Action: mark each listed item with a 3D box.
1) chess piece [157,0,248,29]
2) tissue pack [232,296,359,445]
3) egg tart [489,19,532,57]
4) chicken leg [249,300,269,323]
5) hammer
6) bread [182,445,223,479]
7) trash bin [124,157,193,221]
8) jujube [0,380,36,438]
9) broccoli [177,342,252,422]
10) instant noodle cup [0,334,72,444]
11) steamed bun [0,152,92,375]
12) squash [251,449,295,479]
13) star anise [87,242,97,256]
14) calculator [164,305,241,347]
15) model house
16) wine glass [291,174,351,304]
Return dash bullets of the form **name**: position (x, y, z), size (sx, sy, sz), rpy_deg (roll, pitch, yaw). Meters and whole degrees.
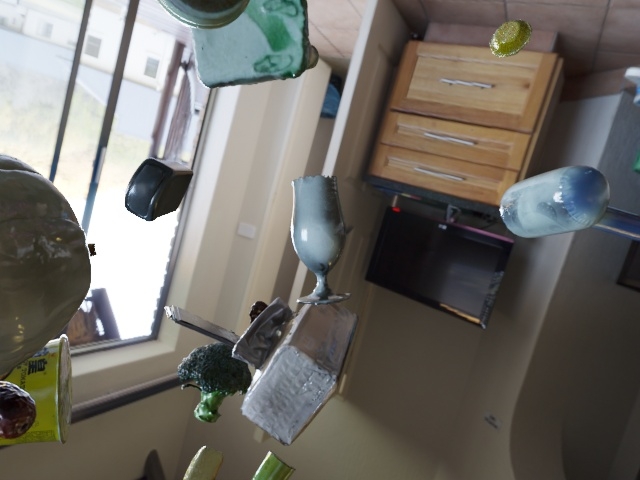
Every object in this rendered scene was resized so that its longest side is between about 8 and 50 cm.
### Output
- **chess piece**: position (-0.185, -0.369, 0.647), size (0.139, 0.139, 0.271), rpy_deg (13, -171, -22)
- **tissue pack**: position (-0.065, 0.253, 1.007), size (0.238, 0.239, 0.305), rpy_deg (17, -162, 8)
- **egg tart**: position (0.476, -0.515, 1.097), size (0.105, 0.105, 0.039), rpy_deg (22, -179, 44)
- **chicken leg**: position (-0.172, 0.267, 1.396), size (0.053, 0.093, 0.205), rpy_deg (21, 153, 45)
- **hammer**: position (0.312, -0.028, 0.495), size (0.193, 0.070, 0.116), rpy_deg (12, 170, -15)
- **bread**: position (-0.312, 0.614, 1.054), size (0.068, 0.125, 0.188), rpy_deg (29, -137, -5)
- **trash bin**: position (-0.483, -0.155, 1.310), size (0.101, 0.177, 0.236), rpy_deg (27, -169, -1)
- **jujube**: position (-0.577, 0.306, 0.800), size (0.129, 0.078, 0.077), rpy_deg (22, -172, 30)
- **broccoli**: position (-0.400, 0.536, 1.645), size (0.297, 0.298, 0.297), rpy_deg (15, 173, 2)
- **instant noodle cup**: position (-0.898, 0.458, 1.295), size (0.253, 0.326, 0.325), rpy_deg (-3, -166, -24)
- **steamed bun**: position (-0.533, 0.041, 0.721), size (0.236, 0.384, 0.247), rpy_deg (-2, -164, 15)
- **squash**: position (-0.163, 0.706, 1.234), size (0.095, 0.188, 0.095), rpy_deg (32, 159, 14)
- **star anise**: position (-0.791, 0.060, 1.331), size (0.212, 0.196, 0.111), rpy_deg (9, 150, 13)
- **calculator**: position (-0.341, 0.272, 1.327), size (0.274, 0.028, 0.165), rpy_deg (31, 174, -22)
- **model house**: position (-0.135, -0.485, 1.074), size (0.266, 0.194, 0.325), rpy_deg (-3, -162, 9)
- **wine glass**: position (0.000, 0.000, 0.770), size (0.103, 0.222, 0.103), rpy_deg (-3, -179, 0)
